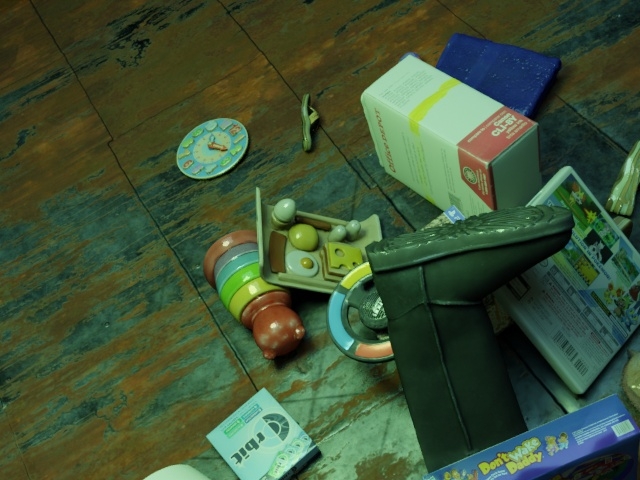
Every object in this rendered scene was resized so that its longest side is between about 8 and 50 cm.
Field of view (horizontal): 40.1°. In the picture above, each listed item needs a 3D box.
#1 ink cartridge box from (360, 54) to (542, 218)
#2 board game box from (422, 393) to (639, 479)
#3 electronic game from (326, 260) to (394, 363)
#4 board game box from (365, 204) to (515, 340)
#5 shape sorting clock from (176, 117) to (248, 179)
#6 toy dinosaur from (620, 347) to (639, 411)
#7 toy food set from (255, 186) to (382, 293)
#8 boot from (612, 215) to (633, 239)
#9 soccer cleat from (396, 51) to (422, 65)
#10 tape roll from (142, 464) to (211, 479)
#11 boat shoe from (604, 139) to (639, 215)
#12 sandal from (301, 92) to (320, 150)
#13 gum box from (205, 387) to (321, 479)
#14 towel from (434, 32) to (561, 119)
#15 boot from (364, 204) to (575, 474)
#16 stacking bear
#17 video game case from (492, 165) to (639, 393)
[{"bbox_3d":[0.295,-0.205,1.955,0.160,0.279,0.384,-40,52,-15],"label":"ink cartridge box"},{"bbox_3d":[0.362,0.410,1.485,0.347,0.233,0.078,-23,50,-1],"label":"board game box"},{"bbox_3d":[0.118,0.133,1.712,0.229,0.048,0.229,-13,55,18],"label":"electronic game"},{"bbox_3d":[0.238,0.117,1.787,0.291,0.141,0.232,-37,51,0],"label":"board game box"},{"bbox_3d":[-0.290,-0.248,2.336,0.206,0.040,0.206,-9,51,11],"label":"shape sorting clock"},{"bbox_3d":[0.616,0.293,1.572,0.200,0.127,0.296,-37,45,-3],"label":"toy dinosaur"},{"bbox_3d":[0.000,0.000,1.933,0.306,0.092,0.220,11,48,-21],"label":"toy food set"},{"bbox_3d":[0.502,0.006,1.843,0.262,0.095,0.203,-43,52,-4],"label":"boot"},{"bbox_3d":[0.209,-0.411,2.264,0.083,0.095,0.248,8,57,24],"label":"soccer cleat"},{"bbox_3d":[-0.272,0.547,1.555,0.100,0.286,0.286,24,64,32],"label":"tape roll"},{"bbox_3d":[0.688,-0.133,1.920,0.072,0.068,0.190,23,73,18],"label":"boat shoe"},{"bbox_3d":[-0.025,-0.305,2.280,0.049,0.072,0.180,-1,53,-2],"label":"sandal"},{"bbox_3d":[-0.117,0.411,1.766,0.157,0.041,0.184,-39,52,-13],"label":"gum box"},{"bbox_3d":[0.424,-0.397,2.205,0.308,0.076,0.228,22,70,30],"label":"towel"},{"bbox_3d":[0.303,0.184,1.554,0.367,0.445,0.146,-12,12,17],"label":"boot"},{"bbox_3d":[-0.132,0.129,1.922,0.175,0.164,0.289,-33,56,-1],"label":"stacking bear"},{"bbox_3d":[0.483,0.073,1.684,0.300,0.329,0.036,-43,9,-21],"label":"video game case"}]
